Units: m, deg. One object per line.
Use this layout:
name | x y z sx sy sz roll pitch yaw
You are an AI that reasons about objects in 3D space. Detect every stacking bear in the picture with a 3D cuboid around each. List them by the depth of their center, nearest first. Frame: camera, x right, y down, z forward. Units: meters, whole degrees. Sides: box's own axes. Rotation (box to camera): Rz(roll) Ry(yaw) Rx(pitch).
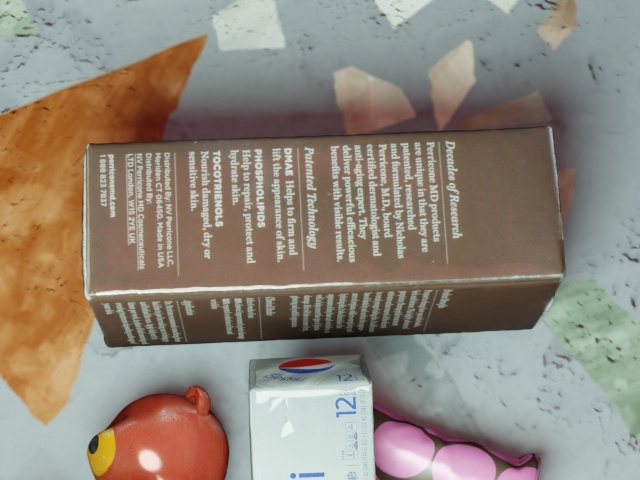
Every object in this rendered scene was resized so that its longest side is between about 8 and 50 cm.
stacking bear | -0.132 0.262 1.492 0.164 0.175 0.289 13 62 -25

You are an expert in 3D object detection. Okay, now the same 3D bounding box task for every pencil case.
pencil case | 0.077 0.181 1.551 0.209 0.098 0.095 23 120 5

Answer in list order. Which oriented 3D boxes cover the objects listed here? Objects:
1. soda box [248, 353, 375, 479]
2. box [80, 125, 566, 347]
soda box | -0.004 0.238 1.472 0.098 0.091 0.286 -3 102 -1
box | 0.000 0.000 1.545 0.381 0.191 0.143 -1 75 -2
